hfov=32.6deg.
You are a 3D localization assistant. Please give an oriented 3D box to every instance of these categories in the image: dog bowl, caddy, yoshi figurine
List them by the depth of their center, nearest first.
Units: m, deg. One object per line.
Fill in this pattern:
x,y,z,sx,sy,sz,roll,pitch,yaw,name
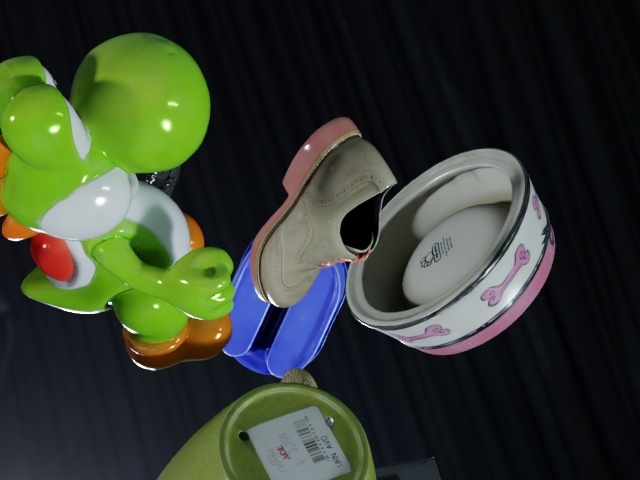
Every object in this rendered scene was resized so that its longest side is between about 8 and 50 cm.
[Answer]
-0.145,-0.040,0.927,0.203,0.203,0.362,15,155,18,yoshi figurine
0.246,0.032,1.991,0.408,0.408,0.150,-27,124,34,dog bowl
-0.082,0.134,2.362,0.241,0.341,0.179,25,-174,0,caddy

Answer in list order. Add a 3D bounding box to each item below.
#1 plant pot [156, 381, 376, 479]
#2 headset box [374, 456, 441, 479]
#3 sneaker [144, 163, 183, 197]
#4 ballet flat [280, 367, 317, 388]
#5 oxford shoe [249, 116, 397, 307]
-0.051,0.270,1.059,0.274,0.275,0.294,-10,144,-22,plant pot
0.046,0.468,1.825,0.246,0.131,0.283,2,155,-42,headset box
-0.223,-0.087,1.506,0.051,0.170,0.089,18,144,5,sneaker
-0.032,0.279,1.613,0.073,0.206,0.067,0,154,-3,ballet flat
0.000,0.000,1.451,0.123,0.130,0.348,-32,157,-34,oxford shoe
